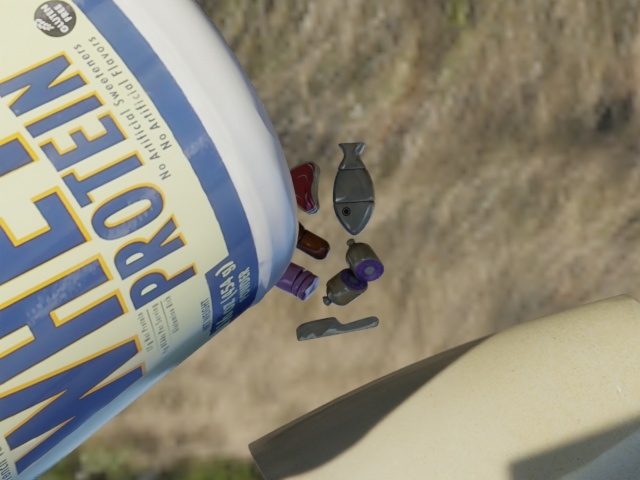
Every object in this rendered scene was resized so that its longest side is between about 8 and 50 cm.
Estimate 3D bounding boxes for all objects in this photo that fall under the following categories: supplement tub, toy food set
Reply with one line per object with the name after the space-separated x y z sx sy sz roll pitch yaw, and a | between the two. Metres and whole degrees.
-0.198 0.015 0.833 0.325 0.235 0.235 -39 -179 -21 | supplement tub
0.000 0.000 1.236 0.078 0.122 0.019 -11 170 15 | toy food set

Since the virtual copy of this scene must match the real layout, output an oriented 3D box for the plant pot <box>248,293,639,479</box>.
0.133 0.164 1.309 0.274 0.256 0.256 -36 169 -3 | plant pot
